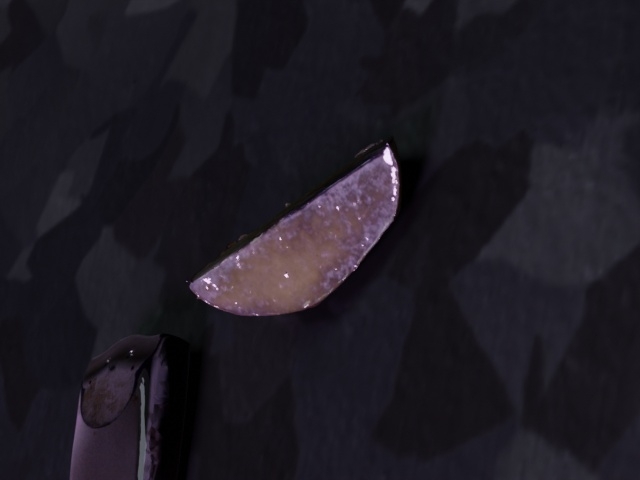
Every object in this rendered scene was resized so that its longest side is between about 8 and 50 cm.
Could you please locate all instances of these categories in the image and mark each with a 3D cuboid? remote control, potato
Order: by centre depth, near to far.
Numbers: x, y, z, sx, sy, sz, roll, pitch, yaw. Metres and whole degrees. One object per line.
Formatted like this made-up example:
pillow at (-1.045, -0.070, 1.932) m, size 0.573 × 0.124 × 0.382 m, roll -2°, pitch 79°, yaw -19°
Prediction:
potato at (0.000, 0.000, 0.662) m, size 0.093 × 0.036 × 0.037 m, roll -35°, pitch 4°, yaw 12°
remote control at (-0.084, 0.136, 0.690) m, size 0.059 × 0.028 × 0.212 m, roll -24°, pitch 52°, yaw 46°
